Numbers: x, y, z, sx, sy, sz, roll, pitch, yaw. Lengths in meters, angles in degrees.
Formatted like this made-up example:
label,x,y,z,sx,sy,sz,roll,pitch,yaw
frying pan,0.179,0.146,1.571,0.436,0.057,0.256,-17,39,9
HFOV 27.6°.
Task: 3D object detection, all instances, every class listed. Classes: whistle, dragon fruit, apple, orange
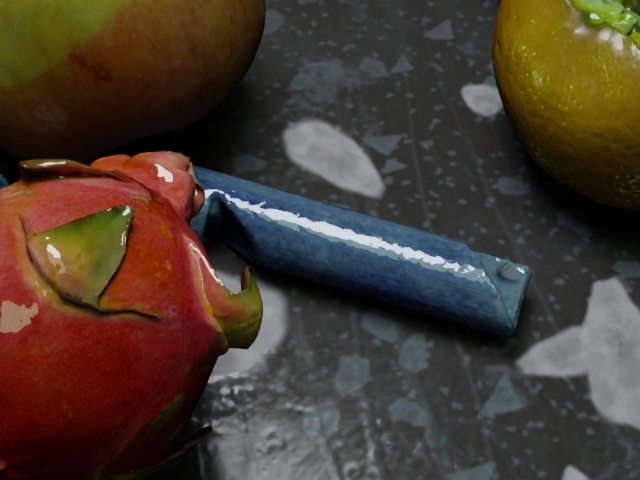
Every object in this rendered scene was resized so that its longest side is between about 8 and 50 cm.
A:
label,x,y,z,sx,sy,sz,roll,pitch,yaw
whistle,0.000,0.000,0.945,0.304,0.062,0.062,17,53,8
dragon fruit,-0.159,0.054,0.796,0.224,0.224,0.227,41,43,24
apple,-0.164,-0.170,0.957,0.261,0.194,0.261,-14,30,9
orange,0.213,-0.126,0.980,0.158,0.179,0.237,-28,61,16

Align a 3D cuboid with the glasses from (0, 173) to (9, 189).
label,x,y,z,sx,sy,sz,roll,pitch,yaw
glasses,-0.342,0.025,0.909,0.239,0.102,0.207,4,80,-2
